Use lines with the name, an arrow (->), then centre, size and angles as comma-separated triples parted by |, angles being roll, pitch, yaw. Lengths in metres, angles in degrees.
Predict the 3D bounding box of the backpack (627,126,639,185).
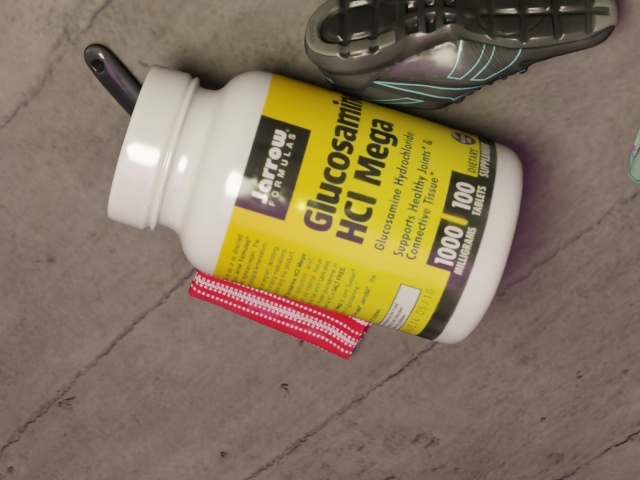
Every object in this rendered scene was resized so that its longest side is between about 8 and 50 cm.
backpack -> 0.353, -0.079, 1.101 | 0.115, 0.152, 0.182 | 33, 170, -11

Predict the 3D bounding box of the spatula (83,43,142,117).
spatula -> -0.135, -0.070, 1.244 | 0.084, 0.030, 0.296 | -22, 114, 34

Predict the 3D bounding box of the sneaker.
sneaker -> 0.124, -0.176, 1.113 | 0.267, 0.101, 0.106 | -4, 147, 13

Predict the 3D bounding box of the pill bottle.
pill bottle -> -0.007, -0.039, 1.124 | 0.333, 0.188, 0.188 | 16, 129, -5

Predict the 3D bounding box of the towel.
towel -> 0.000, 0.000, 1.296 | 0.198, 0.031, 0.275 | 23, 128, -10
